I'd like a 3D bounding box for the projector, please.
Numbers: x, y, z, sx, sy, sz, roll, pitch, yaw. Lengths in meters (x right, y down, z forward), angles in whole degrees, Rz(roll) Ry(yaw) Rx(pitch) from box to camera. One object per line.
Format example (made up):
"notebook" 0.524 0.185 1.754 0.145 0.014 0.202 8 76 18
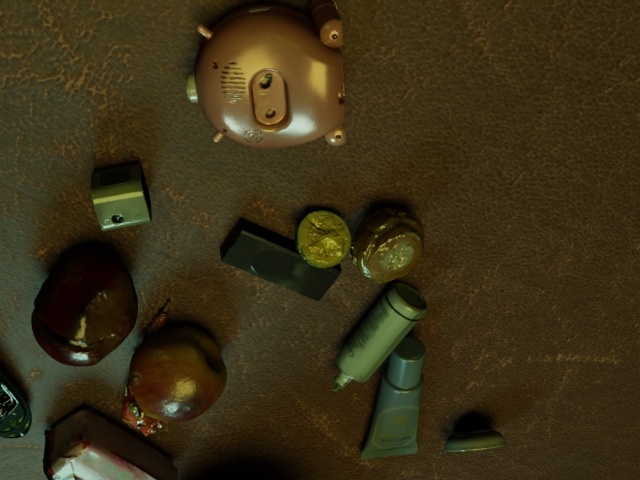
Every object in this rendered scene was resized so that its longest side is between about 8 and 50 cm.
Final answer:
"projector" -0.325 -0.071 1.396 0.082 0.083 0.083 -11 128 -5

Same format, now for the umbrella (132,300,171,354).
"umbrella" -0.320 0.178 1.628 0.027 0.025 0.165 -6 136 -47

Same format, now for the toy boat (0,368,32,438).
"toy boat" -0.616 0.302 1.606 0.093 0.103 0.246 -35 136 -17

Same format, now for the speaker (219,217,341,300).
"speaker" -0.072 0.036 1.565 0.218 0.044 0.082 25 118 -28

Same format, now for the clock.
"clock" -0.082 -0.239 1.294 0.241 0.142 0.227 -6 128 -5

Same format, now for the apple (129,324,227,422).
"apple" -0.272 0.264 1.625 0.173 0.160 0.195 -24 135 16

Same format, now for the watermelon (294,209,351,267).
"watermelon" 0.000 0.000 1.534 0.105 0.106 0.062 4 169 -16

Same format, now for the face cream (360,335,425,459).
"face cream" 0.169 0.358 1.851 0.135 0.086 0.385 -5 133 -10

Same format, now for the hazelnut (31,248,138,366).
"hazelnut" -0.406 0.112 1.479 0.177 0.178 0.204 8 120 -19

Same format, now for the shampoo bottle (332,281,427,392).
"shampoo bottle" 0.106 0.202 1.710 0.085 0.085 0.262 22 119 -27

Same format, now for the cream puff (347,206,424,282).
"cream puff" 0.121 0.003 1.550 0.144 0.103 0.126 -40 131 17

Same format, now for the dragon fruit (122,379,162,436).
"dragon fruit" -0.358 0.331 1.702 0.081 0.086 0.116 3 129 34

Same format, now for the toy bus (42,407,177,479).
"toy bus" -0.429 0.476 1.764 0.147 0.127 0.302 -39 126 13

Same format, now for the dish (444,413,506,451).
"dish" 0.352 0.439 1.965 0.141 0.078 0.141 -7 170 -1
